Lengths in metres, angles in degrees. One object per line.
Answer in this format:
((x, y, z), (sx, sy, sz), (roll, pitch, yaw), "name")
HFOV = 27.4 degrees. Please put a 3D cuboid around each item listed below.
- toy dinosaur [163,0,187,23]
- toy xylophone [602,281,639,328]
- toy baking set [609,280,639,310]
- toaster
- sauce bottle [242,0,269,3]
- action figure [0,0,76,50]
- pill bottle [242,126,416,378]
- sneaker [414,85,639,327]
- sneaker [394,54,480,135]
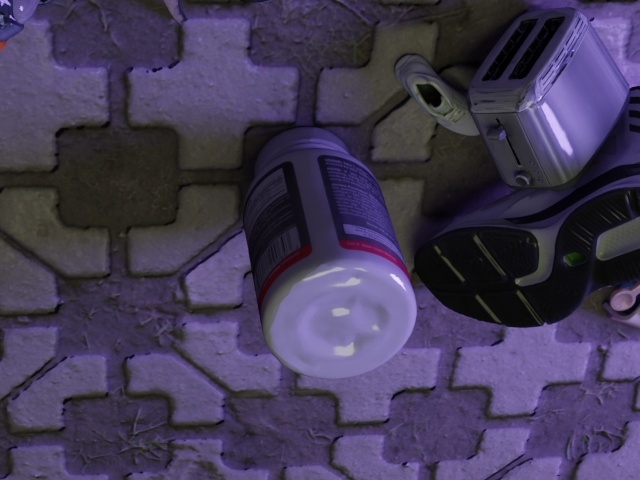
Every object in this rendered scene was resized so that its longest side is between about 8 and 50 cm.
((-0.205, -0.332, 1.424), (0.118, 0.064, 0.268), (-32, 135, -29), "toy dinosaur")
((0.507, 0.008, 1.821), (0.236, 0.081, 0.322), (26, 118, -25), "toy xylophone")
((0.484, 0.022, 1.757), (0.197, 0.030, 0.256), (10, 124, -15), "toy baking set")
((0.277, -0.178, 1.580), (0.227, 0.129, 0.146), (-53, 126, -24), "toaster")
((-0.100, -0.413, 1.371), (0.111, 0.111, 0.344), (-15, 130, 0), "sauce bottle")
((-0.419, -0.308, 1.351), (0.341, 0.178, 0.330), (-8, 118, -9), "action figure")
((0.000, 0.000, 1.567), (0.176, 0.318, 0.176), (-5, 127, -7), "pill bottle")
((0.333, -0.045, 1.697), (0.447, 0.257, 0.169), (-20, 117, 48), "sneaker")
((0.153, -0.168, 1.634), (0.152, 0.061, 0.054), (33, 113, -31), "sneaker")
